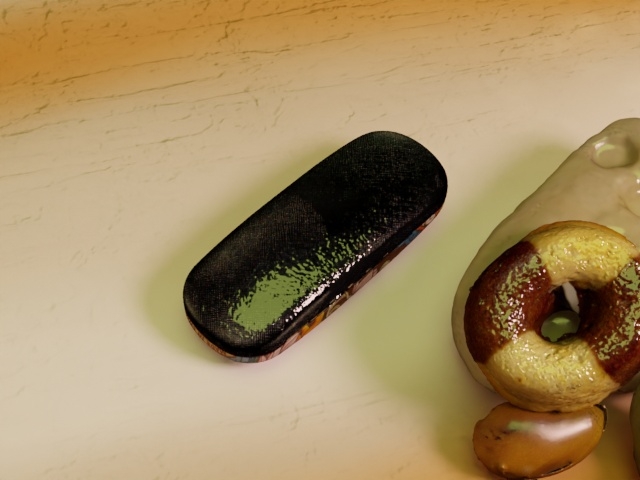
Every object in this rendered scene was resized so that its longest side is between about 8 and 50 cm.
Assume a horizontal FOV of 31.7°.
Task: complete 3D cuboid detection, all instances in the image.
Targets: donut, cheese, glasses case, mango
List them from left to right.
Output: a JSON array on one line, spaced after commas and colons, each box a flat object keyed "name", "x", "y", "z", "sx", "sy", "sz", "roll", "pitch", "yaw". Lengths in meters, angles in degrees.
[{"name": "glasses case", "x": 0.000, "y": 0.000, "z": 1.156, "sx": 0.122, "sy": 0.082, "sz": 0.321, "roll": 39, "pitch": 63, "yaw": 24}, {"name": "mango", "x": 0.204, "y": 0.183, "z": 1.037, "sx": 0.127, "sy": 0.077, "sz": 0.063, "roll": -12, "pitch": 40, "yaw": -3}, {"name": "donut", "x": 0.219, "y": 0.064, "z": 1.000, "sx": 0.184, "sy": 0.073, "sz": 0.166, "roll": -26, "pitch": 78, "yaw": 2}, {"name": "cheese", "x": 0.312, "y": 0.072, "z": 1.094, "sx": 0.328, "sy": 0.129, "sz": 0.351, "roll": -35, "pitch": 62, "yaw": -18}]

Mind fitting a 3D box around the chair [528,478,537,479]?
[{"name": "chair", "x": 0.158, "y": 0.243, "z": 1.019, "sx": 0.086, "sy": 0.037, "sz": 0.042, "roll": -6, "pitch": 43, "yaw": -1}]

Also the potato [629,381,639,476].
[{"name": "potato", "x": 0.330, "y": 0.181, "z": 1.024, "sx": 0.091, "sy": 0.070, "sz": 0.138, "roll": -6, "pitch": 87, "yaw": 26}]
